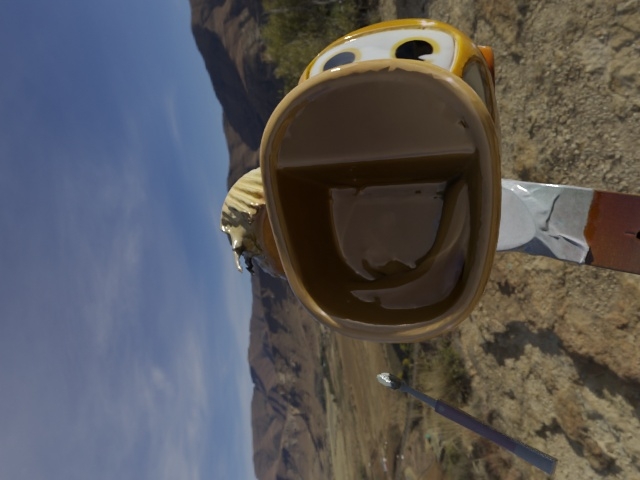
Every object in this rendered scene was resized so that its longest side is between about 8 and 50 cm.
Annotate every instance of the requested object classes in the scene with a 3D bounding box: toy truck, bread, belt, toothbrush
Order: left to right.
[{"bbox_3d":[0.004,-0.013,0.881,0.183,0.389,0.236,20,89,53],"label":"bread"},{"bbox_3d":[0.070,-0.070,0.440,0.212,0.205,0.287,-35,-58,-67],"label":"toy truck"},{"bbox_3d":[0.136,0.177,0.452,0.194,0.017,0.014,16,92,42],"label":"toothbrush"},{"bbox_3d":[0.419,-0.023,0.708,0.217,0.339,0.122,-6,-73,-52],"label":"belt"}]
